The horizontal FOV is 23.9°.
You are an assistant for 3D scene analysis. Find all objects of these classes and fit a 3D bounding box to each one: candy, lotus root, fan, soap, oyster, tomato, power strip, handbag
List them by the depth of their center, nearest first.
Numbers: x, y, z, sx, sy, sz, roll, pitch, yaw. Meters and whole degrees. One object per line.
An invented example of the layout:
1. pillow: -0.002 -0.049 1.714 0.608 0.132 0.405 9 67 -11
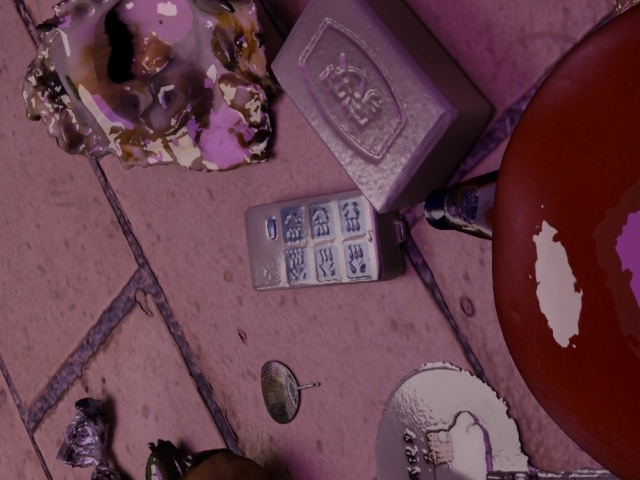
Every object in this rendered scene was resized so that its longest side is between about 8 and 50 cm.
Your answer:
1. tomato: 0.247 0.006 0.876 0.321 0.321 0.322 10 104 47
2. fan: 0.154 0.191 1.229 0.329 0.009 0.191 -8 90 49
3. soap: 0.048 -0.125 1.254 0.183 0.063 0.121 53 129 27
4. power strip: 0.000 0.000 1.349 0.192 0.035 0.081 -6 92 47
5. lotus root: -0.075 0.301 1.422 0.125 0.118 0.221 122 129 -76
6. fan: -0.032 0.148 1.431 0.080 0.003 0.060 23 113 44
7. oyster: -0.162 -0.172 1.465 0.354 0.107 0.201 2 118 36
8. handbag: -0.155 0.256 1.552 0.072 0.047 0.111 -6 94 47
9. candy: -0.227 0.280 1.633 0.094 0.051 0.226 -34 71 42

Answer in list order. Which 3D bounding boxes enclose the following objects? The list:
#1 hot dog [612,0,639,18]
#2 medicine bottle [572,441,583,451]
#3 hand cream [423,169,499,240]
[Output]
1. hot dog: 0.232 -0.078 1.045 0.073 0.084 0.243 28 116 38
2. medicine bottle: 0.205 0.109 1.126 0.052 0.052 0.089 -17 84 48
3. hand cream: 0.151 -0.027 1.178 0.163 0.039 0.062 -2 79 46
